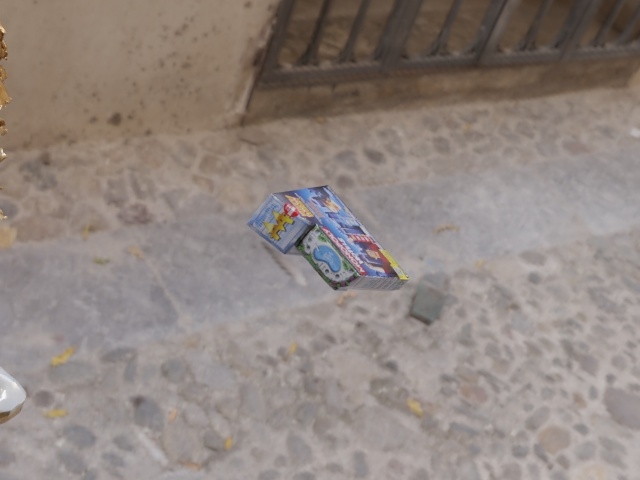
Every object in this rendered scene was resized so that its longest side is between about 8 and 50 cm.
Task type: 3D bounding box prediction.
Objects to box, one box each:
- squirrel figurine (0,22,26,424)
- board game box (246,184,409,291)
[{"bbox_3d":[-0.298,-0.041,0.661,0.397,0.281,0.370,-17,86,-79],"label":"squirrel figurine"},{"bbox_3d":[0.000,0.000,1.410,0.194,0.060,0.194,50,22,25],"label":"board game box"}]
